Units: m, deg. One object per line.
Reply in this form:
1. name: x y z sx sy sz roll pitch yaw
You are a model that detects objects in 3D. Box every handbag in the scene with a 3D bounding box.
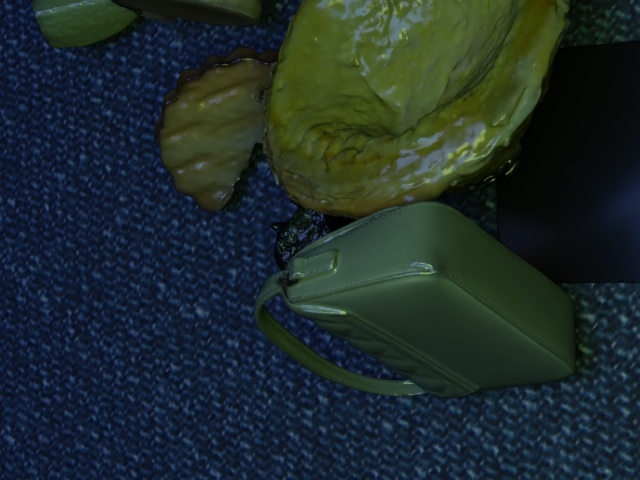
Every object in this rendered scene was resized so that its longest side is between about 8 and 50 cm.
1. handbag: 0.066 0.063 1.350 0.219 0.256 0.079 -17 56 31

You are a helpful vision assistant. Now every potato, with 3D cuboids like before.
1. potato: -0.224 -0.273 1.674 0.120 0.081 0.149 -9 65 5

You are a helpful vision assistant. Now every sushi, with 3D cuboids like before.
1. sushi: 0.000 0.000 1.510 0.084 0.056 0.083 50 123 23

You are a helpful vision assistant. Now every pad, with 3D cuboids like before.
1. pad: 0.274 -0.065 1.348 0.300 0.005 0.202 -2 87 35

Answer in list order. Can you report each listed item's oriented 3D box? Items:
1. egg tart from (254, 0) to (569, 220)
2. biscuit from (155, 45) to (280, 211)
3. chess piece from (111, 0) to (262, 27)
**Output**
1. egg tart: 0.091 -0.140 1.375 0.315 0.120 0.315 -22 52 31
2. biscuit: -0.085 -0.121 1.560 0.118 0.061 0.183 40 118 -16
3. chess piece: -0.109 -0.335 1.548 0.143 0.143 0.260 8 90 35
